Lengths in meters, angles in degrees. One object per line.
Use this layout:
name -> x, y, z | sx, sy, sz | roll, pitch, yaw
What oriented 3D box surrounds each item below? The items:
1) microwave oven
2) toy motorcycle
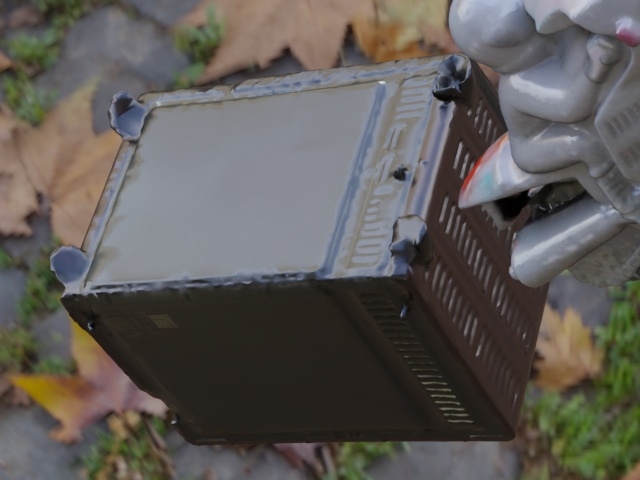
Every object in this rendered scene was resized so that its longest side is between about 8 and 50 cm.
microwave oven -> 0.000, 0.002, 1.189 | 0.247, 0.178, 0.188 | -3, 55, 30
toy motorcycle -> 0.138, -0.075, 0.913 | 0.171, 0.260, 0.110 | 26, 52, -5
